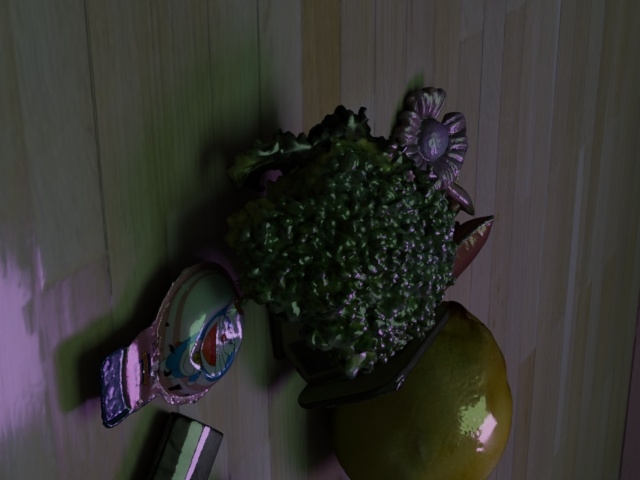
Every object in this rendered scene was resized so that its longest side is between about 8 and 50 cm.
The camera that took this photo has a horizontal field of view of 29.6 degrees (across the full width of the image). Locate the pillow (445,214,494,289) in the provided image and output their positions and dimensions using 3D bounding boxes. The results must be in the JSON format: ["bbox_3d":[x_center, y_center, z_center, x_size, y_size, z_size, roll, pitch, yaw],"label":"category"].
[{"bbox_3d":[0.219,0.037,2.141,0.179,0.075,0.171,-45,172,-36],"label":"pillow"}]

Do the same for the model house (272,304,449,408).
[{"bbox_3d":[0.012,0.068,1.732,0.279,0.204,0.218,57,42,-15],"label":"model house"}]

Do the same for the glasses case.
[{"bbox_3d":[-0.206,0.368,1.512,0.114,0.060,0.299,50,57,-64],"label":"glasses case"}]

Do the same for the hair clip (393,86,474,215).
[{"bbox_3d":[0.206,-0.124,2.068,0.173,0.069,0.300,-63,146,-26],"label":"hair clip"}]

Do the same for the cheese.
[{"bbox_3d":[-0.173,0.127,1.459,0.286,0.074,0.189,-32,127,-54],"label":"cheese"}]

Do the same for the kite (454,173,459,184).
[{"bbox_3d":[0.220,-0.119,2.180,0.241,0.014,0.183,-60,146,-30],"label":"kite"}]

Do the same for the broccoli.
[{"bbox_3d":[0.019,-0.003,1.546,0.324,0.272,0.334,63,39,-53],"label":"broccoli"}]

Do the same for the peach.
[{"bbox_3d":[0.158,0.263,1.927,0.314,0.281,0.316,-90,-163,-45],"label":"peach"}]
